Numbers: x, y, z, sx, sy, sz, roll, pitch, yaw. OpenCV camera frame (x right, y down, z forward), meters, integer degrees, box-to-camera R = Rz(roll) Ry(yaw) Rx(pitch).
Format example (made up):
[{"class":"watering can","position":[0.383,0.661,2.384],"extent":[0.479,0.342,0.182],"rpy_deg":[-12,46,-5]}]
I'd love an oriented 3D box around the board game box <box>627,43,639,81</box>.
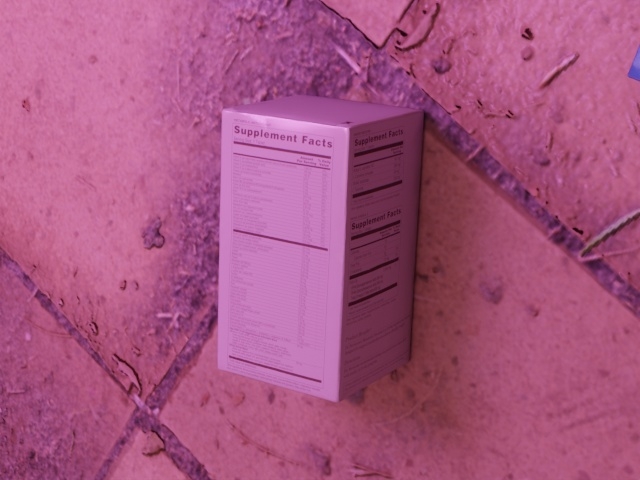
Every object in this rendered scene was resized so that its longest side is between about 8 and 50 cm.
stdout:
[{"class":"board game box","position":[0.417,-0.159,0.802],"extent":[0.347,0.078,0.233],"rpy_deg":[28,115,25]}]

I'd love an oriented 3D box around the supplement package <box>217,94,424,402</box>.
[{"class":"supplement package","position":[0.000,0.000,1.076],"extent":[0.139,0.134,0.244],"rpy_deg":[12,108,31]}]
